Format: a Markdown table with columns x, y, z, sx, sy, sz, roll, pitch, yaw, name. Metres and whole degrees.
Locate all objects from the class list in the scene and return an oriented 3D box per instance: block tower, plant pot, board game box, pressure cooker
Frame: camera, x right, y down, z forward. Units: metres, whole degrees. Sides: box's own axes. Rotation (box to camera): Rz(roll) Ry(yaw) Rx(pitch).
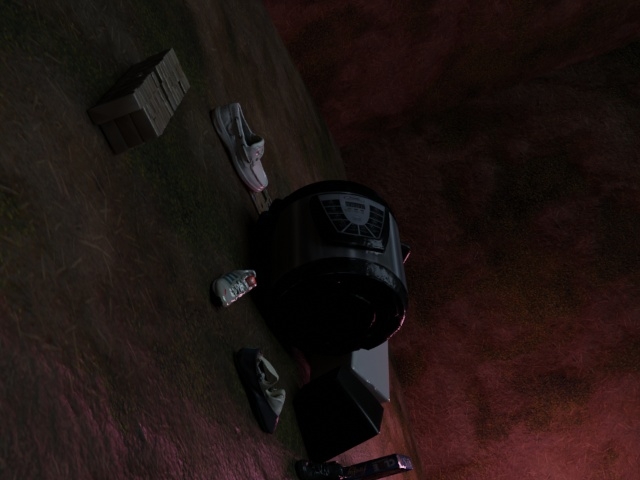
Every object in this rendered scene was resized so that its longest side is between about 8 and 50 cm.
| x | y | z | sx | sy | sz | roll | pitch | yaw | name |
| --- | --- | --- | --- | --- | --- | --- | --- | --- | --- |
| -0.329 | -0.267 | 1.371 | 0.335 | 0.090 | 0.097 | -86 | 155 | -64 | block tower |
| 0.035 | 0.432 | 1.865 | 0.167 | 0.187 | 0.188 | 59 | 11 | -2 | plant pot |
| 0.174 | 0.676 | 2.164 | 0.243 | 0.165 | 0.042 | 48 | 26 | -65 | board game box |
| 0.033 | 0.046 | 1.953 | 0.370 | 0.375 | 0.421 | 54 | 23 | -39 | pressure cooker |

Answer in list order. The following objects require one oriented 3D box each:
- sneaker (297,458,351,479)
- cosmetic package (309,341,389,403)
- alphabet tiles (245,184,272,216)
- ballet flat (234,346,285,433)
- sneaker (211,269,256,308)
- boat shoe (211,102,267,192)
| x | y | z | sx | sy | sz | roll | pitch | yaw | name |
| --- | --- | --- | --- | --- | --- | --- | --- | --- | --- |
| 0.010 | 0.544 | 1.731 | 0.170 | 0.089 | 0.051 | 57 | 17 | -56 | sneaker |
| 0.089 | 0.290 | 2.124 | 0.197 | 0.155 | 0.366 | 48 | 32 | -33 | cosmetic package |
| -0.195 | -0.170 | 2.160 | 0.198 | 0.009 | 0.237 | -85 | 154 | -66 | alphabet tiles |
| -0.115 | 0.313 | 1.537 | 0.074 | 0.074 | 0.203 | -72 | 142 | -74 | ballet flat |
| -0.180 | 0.095 | 1.561 | 0.161 | 0.075 | 0.057 | -65 | 135 | -76 | sneaker |
| -0.198 | -0.253 | 2.012 | 0.098 | 0.096 | 0.277 | -89 | 157 | -51 | boat shoe |
